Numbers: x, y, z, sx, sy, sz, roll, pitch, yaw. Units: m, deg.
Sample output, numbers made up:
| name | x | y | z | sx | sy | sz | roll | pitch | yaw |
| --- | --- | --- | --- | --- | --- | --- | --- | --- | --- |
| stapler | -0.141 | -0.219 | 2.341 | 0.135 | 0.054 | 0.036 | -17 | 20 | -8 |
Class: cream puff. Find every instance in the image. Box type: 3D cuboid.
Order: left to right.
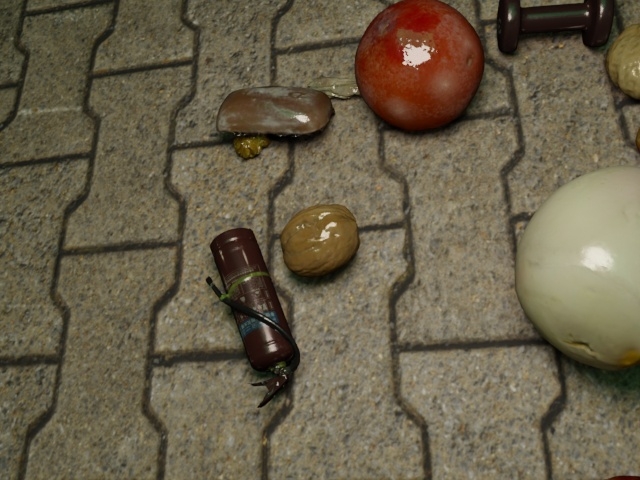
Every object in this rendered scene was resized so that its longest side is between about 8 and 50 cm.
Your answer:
| name | x | y | z | sx | sy | sz | roll | pitch | yaw |
| --- | --- | --- | --- | --- | --- | --- | --- | --- | --- |
| cream puff | -0.158 | -0.228 | 1.274 | 0.083 | 0.058 | 0.083 | -10 | 66 | 5 |

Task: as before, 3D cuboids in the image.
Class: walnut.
| name | x | y | z | sx | sy | sz | roll | pitch | yaw |
| --- | --- | --- | --- | --- | --- | --- | --- | --- | --- |
| walnut | 0.000 | 0.000 | 1.112 | 0.166 | 0.149 | 0.166 | -25 | 35 | 19 |

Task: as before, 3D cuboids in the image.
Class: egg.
| name | x | y | z | sx | sy | sz | roll | pitch | yaw |
| --- | --- | --- | --- | --- | --- | --- | --- | --- | --- |
| egg | 0.476 | 0.032 | 0.930 | 0.283 | 0.283 | 0.345 | 21 | 62 | 18 |

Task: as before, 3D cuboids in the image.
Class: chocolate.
| name | x | y | z | sx | sy | sz | roll | pitch | yaw |
| --- | --- | --- | --- | --- | --- | --- | --- | --- | --- |
| chocolate | -0.104 | -0.300 | 1.246 | 0.261 | 0.083 | 0.161 | 3 | 36 | 10 |

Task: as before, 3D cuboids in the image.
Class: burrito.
| name | x | y | z | sx | sy | sz | roll | pitch | yaw |
| --- | --- | --- | --- | --- | --- | --- | --- | --- | --- |
| burrito | 0.037 | -0.351 | 1.295 | 0.149 | 0.041 | 0.055 | 5 | 47 | 17 |

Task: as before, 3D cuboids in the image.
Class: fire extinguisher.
| name | x | y | z | sx | sy | sz | roll | pitch | yaw |
| --- | --- | --- | --- | --- | --- | --- | --- | --- | --- |
| fire extinguisher | -0.135 | 0.146 | 1.100 | 0.141 | 0.105 | 0.341 | -30 | 65 | 15 |

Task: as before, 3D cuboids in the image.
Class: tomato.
| name | x | y | z | sx | sy | sz | roll | pitch | yaw |
| --- | --- | --- | --- | --- | --- | --- | --- | --- | --- |
| tomato | 0.198 | -0.368 | 1.160 | 0.265 | 0.265 | 0.265 | -4 | 68 | 10 |

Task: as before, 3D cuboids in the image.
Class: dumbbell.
| name | x | y | z | sx | sy | sz | roll | pitch | yaw |
| --- | --- | --- | --- | --- | --- | --- | --- | --- | --- |
| dumbbell | 0.495 | -0.474 | 1.202 | 0.225 | 0.140 | 0.124 | 0 | 112 | 12 |

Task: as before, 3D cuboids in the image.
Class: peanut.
| name | x | y | z | sx | sy | sz | roll | pitch | yaw |
| --- | --- | --- | --- | --- | --- | --- | --- | --- | --- |
| peanut | 0.657 | -0.365 | 1.141 | 0.140 | 0.109 | 0.159 | -15 | 70 | -10 |

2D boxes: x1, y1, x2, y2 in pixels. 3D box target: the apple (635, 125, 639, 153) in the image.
| name | x | y | z | sx | sy | sz | roll | pitch | yaw |
| --- | --- | --- | --- | --- | --- | --- | --- | --- | --- |
| apple | 0.668 | -0.200 | 1.082 | 0.099 | 0.102 | 0.114 | 23 | 82 | 32 |

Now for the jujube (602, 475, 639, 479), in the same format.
| name | x | y | z | sx | sy | sz | roll | pitch | yaw |
| --- | --- | --- | --- | --- | --- | --- | --- | --- | --- |
| jujube | 0.504 | 0.476 | 0.794 | 0.197 | 0.197 | 0.290 | -39 | 75 | -6 |
